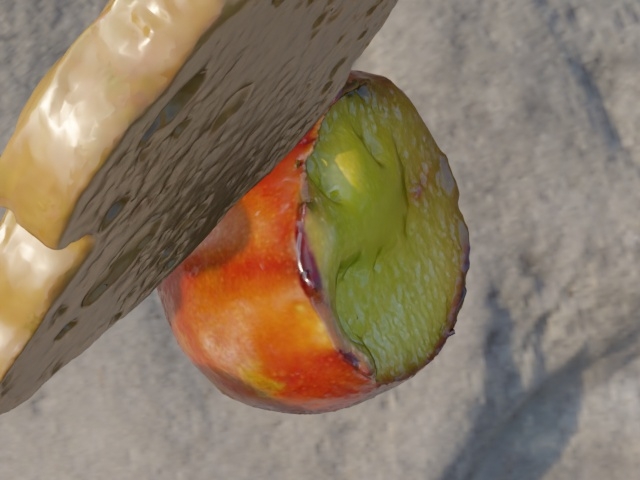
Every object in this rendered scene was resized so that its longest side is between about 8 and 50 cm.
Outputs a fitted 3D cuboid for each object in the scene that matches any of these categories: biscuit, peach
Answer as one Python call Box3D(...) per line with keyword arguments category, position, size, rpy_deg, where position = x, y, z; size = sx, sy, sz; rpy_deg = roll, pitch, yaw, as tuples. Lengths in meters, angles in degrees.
Box3D(category="biscuit", position=(-0.059, -0.073, 0.780), size=(0.057, 0.312, 0.351), rpy_deg=(39, 66, 8))
Box3D(category="peach", position=(0.000, 0.000, 1.273), size=(0.281, 0.338, 0.281), rpy_deg=(-2, 100, -12))
